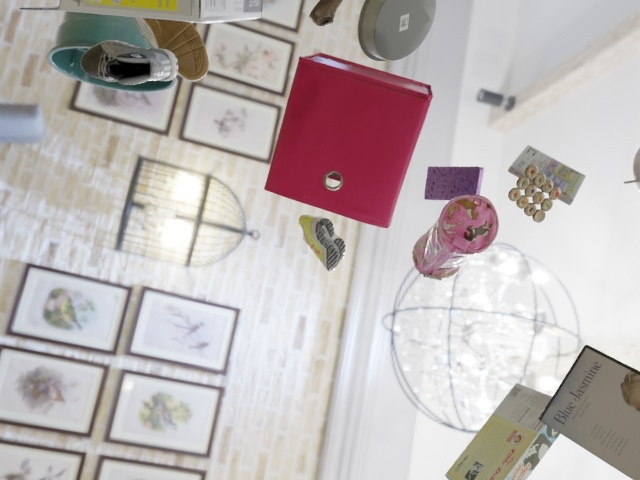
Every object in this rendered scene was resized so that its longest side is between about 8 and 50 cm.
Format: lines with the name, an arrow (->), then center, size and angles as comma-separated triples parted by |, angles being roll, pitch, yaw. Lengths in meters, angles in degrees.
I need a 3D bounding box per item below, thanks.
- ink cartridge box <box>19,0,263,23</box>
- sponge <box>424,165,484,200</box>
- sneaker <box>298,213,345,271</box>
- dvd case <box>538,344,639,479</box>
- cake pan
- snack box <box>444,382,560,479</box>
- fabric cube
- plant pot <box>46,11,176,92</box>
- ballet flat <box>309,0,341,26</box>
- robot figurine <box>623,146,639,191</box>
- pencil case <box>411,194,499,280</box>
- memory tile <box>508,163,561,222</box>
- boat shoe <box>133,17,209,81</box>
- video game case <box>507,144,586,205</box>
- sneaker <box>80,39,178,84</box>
ink cartridge box -> -0.289, -0.418, 1.152 | 0.303, 0.308, 0.072 | -57, 156, -66
sponge -> 0.441, -0.188, 2.240 | 0.210, 0.031, 0.117 | 7, -90, 45
sneaker -> 0.000, 0.000, 1.787 | 0.081, 0.094, 0.208 | -48, 141, -25
dvd case -> 0.557, 0.324, 1.252 | 0.253, 0.022, 0.180 | 29, -95, 48
cake pan -> 0.240, -0.674, 2.045 | 0.054, 0.293, 0.293 | 43, -56, 36
snack box -> 0.478, 0.522, 1.715 | 0.322, 0.060, 0.187 | -47, -162, -12
fabric cube -> 0.064, -0.206, 1.328 | 0.259, 0.254, 0.258 | -61, 169, -71
plant pot -> -0.551, -0.622, 1.854 | 0.341, 0.341, 0.333 | 162, -67, -73
ballet flat -> 0.070, -0.621, 1.633 | 0.250, 0.058, 0.084 | -47, -178, 16
robot figurine -> 0.897, -0.200, 1.587 | 0.353, 0.300, 0.199 | -37, -162, 17
pencil case -> 0.361, 0.000, 1.844 | 0.386, 0.160, 0.167 | 105, -22, -74
memory tile -> 0.568, -0.122, 1.784 | 0.113, 0.148, 0.012 | -54, -151, 4
boat shoe -> -0.347, -0.466, 1.535 | 0.277, 0.098, 0.096 | 55, -19, 7
video game case -> 0.650, -0.190, 1.926 | 0.212, 0.193, 0.023 | -40, 157, -52
sneaker -> -0.417, -0.359, 1.368 | 0.132, 0.229, 0.086 | -46, 137, -62
